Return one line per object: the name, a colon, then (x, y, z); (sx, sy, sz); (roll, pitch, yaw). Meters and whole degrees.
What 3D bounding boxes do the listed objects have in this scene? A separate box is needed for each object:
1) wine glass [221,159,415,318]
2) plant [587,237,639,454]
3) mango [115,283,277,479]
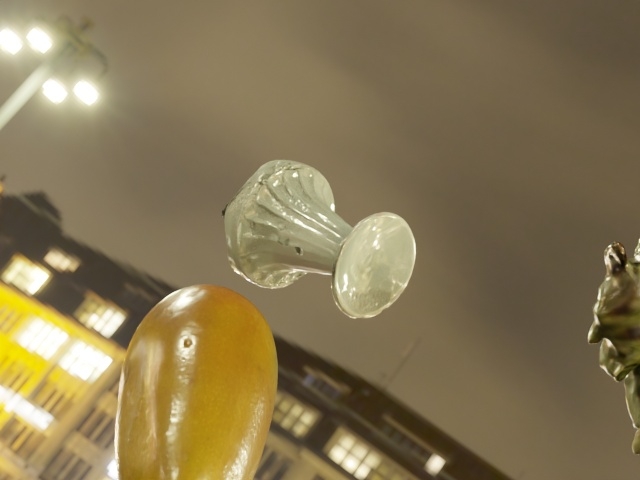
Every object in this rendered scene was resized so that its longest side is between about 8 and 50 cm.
wine glass: (0.000, 0.000, 1.582); (0.196, 0.165, 0.165); (22, -25, 47)
plant: (0.341, 0.071, 1.486); (0.333, 0.180, 0.251); (-138, -132, -71)
mango: (-0.090, 0.119, 0.943); (0.113, 0.253, 0.138); (17, -61, -7)
